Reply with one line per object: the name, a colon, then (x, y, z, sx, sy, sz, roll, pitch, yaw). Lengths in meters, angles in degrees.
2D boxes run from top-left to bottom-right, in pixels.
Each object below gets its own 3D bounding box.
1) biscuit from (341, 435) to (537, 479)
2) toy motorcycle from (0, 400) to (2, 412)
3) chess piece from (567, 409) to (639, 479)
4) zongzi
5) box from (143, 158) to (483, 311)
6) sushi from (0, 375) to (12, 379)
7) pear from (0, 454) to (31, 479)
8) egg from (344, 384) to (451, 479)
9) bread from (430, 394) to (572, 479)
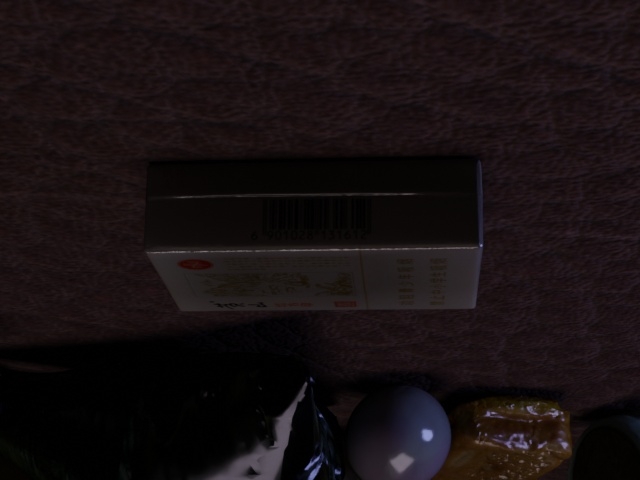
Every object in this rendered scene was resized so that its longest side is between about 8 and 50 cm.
biscuit: (0.068, 0.298, 1.680, 0.426, 0.144, 0.078, 10, 146, -22)
toy motorcycle: (-0.391, 0.101, 1.153, 0.270, 0.106, 0.159, 13, 157, -5)
chess piece: (0.438, 0.271, 1.555, 0.299, 0.194, 0.194, -2, 164, -22)
zongzi: (-0.153, 0.213, 1.342, 0.362, 0.319, 0.383, 4, 145, 15)
box: (0.000, 0.000, 0.901, 0.201, 0.058, 0.141, -2, 162, 5)
sushi: (-0.292, 0.160, 1.415, 0.046, 0.044, 0.083, 5, 161, -8)
pear: (-0.369, 0.311, 1.594, 0.285, 0.336, 0.284, -4, 118, -8)
egg: (0.076, 0.194, 1.417, 0.103, 0.103, 0.135, 4, 159, -9)
bread: (0.161, 0.222, 1.546, 0.139, 0.077, 0.271, 8, 159, -12)
